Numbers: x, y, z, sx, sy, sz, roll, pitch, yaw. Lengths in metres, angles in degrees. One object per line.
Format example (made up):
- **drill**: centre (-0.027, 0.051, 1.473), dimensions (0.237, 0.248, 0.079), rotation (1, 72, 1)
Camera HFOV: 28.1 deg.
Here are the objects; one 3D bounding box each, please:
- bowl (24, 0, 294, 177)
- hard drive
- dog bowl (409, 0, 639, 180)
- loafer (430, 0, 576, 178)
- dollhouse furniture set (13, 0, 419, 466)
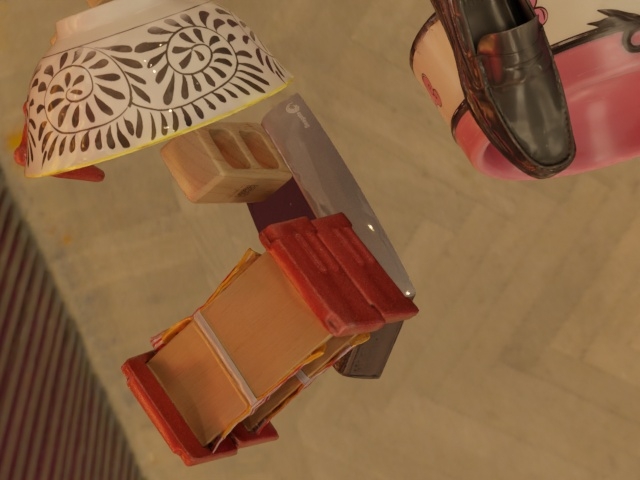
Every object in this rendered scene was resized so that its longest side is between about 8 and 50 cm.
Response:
- **bowl**: centre (-0.108, -0.103, 0.755), dimensions (0.170, 0.170, 0.080), rotation (-20, 102, 2)
- **hard drive**: centre (0.000, 0.000, 1.256), dimensions (0.054, 0.255, 0.172), rotation (-16, 149, -23)
- **dog bowl**: centre (0.317, -0.199, 1.478), dimensions (0.408, 0.408, 0.150), rotation (-14, 74, 0)
- **loafer**: centre (0.147, -0.155, 1.037), dimensions (0.076, 0.078, 0.223), rotation (-25, 90, -13)
- **dollhouse furniture set**: centre (-0.114, -0.016, 1.126), dimensions (0.201, 0.152, 0.374), rotation (-41, 75, 23)
